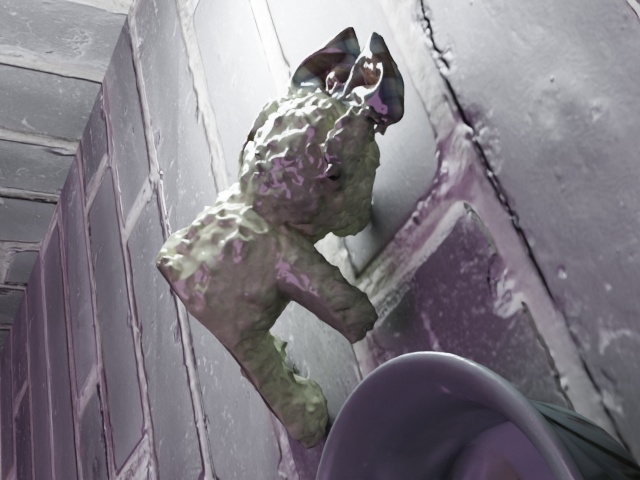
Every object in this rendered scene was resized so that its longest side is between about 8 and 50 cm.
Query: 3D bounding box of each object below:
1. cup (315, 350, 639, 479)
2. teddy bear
[{"bbox_3d":[0.143,0.262,0.622,0.347,0.163,0.347,-15,73,58],"label":"cup"},{"bbox_3d":[0.000,0.000,0.979,0.362,0.375,0.327,-39,34,-7],"label":"teddy bear"}]
